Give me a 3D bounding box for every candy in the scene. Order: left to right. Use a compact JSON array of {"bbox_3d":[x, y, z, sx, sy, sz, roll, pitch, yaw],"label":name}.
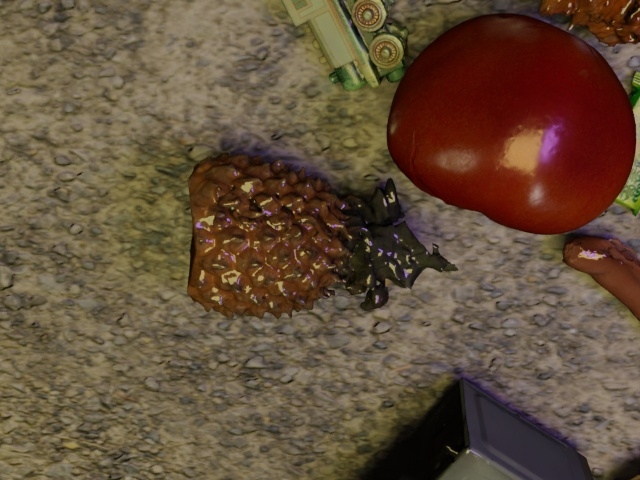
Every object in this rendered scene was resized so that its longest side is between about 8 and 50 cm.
[{"bbox_3d":[0.424,-0.125,1.083,0.102,0.032,0.178,23,111,-3],"label":"candy"}]

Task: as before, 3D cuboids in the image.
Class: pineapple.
[{"bbox_3d":[0.000,-0.001,1.091,0.357,0.223,0.223,3,111,-5],"label":"pineapple"}]

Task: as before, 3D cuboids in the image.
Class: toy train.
[{"bbox_3d":[0.036,-0.280,1.040,0.125,0.081,0.194,-20,110,23],"label":"toy train"}]

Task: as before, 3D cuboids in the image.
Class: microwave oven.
[{"bbox_3d":[0.205,0.426,1.214,0.286,0.218,0.355,33,110,-6],"label":"microwave oven"}]

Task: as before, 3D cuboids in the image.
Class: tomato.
[{"bbox_3d":[0.234,-0.147,0.968,0.298,0.298,0.226,18,110,-2],"label":"tomato"}]

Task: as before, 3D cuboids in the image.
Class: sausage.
[{"bbox_3d":[0.461,0.083,1.138,0.304,0.078,0.078,38,109,-10],"label":"sausage"}]

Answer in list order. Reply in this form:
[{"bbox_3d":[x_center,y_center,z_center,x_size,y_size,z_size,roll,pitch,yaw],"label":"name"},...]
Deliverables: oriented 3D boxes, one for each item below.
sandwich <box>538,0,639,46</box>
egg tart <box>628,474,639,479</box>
[{"bbox_3d":[0.317,-0.355,0.943,0.250,0.162,0.301,-47,128,-8],"label":"sandwich"},{"bbox_3d":[0.543,0.437,1.246,0.241,0.106,0.241,1,108,2],"label":"egg tart"}]
